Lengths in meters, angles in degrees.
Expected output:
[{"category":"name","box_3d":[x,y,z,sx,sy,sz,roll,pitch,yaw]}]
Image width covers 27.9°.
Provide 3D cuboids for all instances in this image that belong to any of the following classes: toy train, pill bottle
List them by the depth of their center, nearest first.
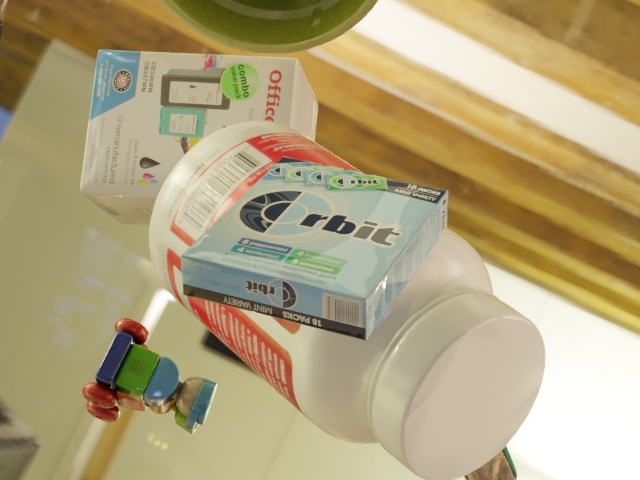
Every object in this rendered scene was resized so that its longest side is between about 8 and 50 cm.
[{"category":"pill bottle","box_3d":[0.021,0.054,1.280,0.407,0.229,0.229,37,2,43]},{"category":"toy train","box_3d":[-0.201,0.191,1.574,0.143,0.105,0.248,24,-20,2]}]

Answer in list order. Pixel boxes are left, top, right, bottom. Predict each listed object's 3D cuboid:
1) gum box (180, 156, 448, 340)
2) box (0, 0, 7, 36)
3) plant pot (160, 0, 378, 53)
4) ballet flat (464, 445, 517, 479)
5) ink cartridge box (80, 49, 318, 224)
[{"category":"gum box","box_3d":[0.000,0.000,1.042,0.157,0.041,0.184,13,32,21]},{"category":"box","box_3d":[-0.503,-0.148,1.057,0.395,0.212,0.293,15,15,1]},{"category":"plant pot","box_3d":[-0.043,-0.378,1.375,0.276,0.276,0.254,27,33,-10]},{"category":"ballet flat","box_3d":[0.182,0.294,1.414,0.107,0.106,0.316,80,-13,-63]},{"category":"ink cartridge box","box_3d":[-0.153,-0.128,1.727,0.270,0.198,0.197,3,-11,9]}]
